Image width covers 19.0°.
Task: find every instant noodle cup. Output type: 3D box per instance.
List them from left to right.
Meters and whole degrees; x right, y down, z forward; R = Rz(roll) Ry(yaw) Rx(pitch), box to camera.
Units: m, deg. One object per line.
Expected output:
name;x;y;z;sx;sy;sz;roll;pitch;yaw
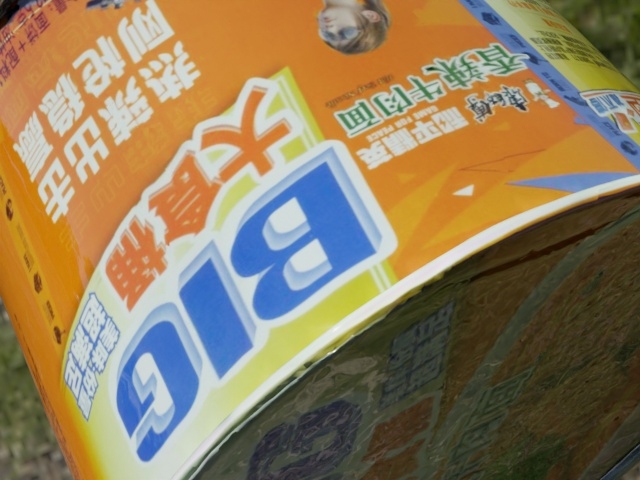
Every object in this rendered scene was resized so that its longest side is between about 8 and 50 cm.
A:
instant noodle cup;0.000;0.000;0.731;0.296;0.296;0.214;-27;63;-16
